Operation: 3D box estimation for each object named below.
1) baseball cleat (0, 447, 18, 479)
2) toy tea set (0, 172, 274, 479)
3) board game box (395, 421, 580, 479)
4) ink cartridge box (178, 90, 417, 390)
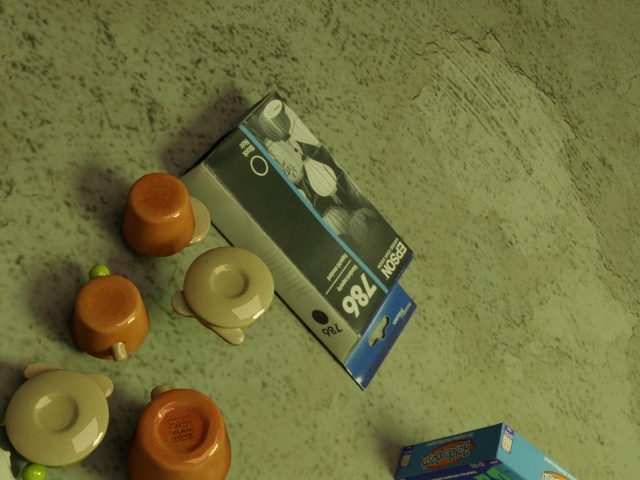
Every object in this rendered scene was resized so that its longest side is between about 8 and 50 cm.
[{"bbox_3d":[-0.273,0.267,0.726,0.109,0.072,0.206,-7,66,-35],"label":"baseball cleat"},{"bbox_3d":[-0.154,0.099,0.893,0.199,0.124,0.336,17,59,1],"label":"toy tea set"},{"bbox_3d":[0.216,0.292,1.058,0.210,0.160,0.047,37,51,-21],"label":"board game box"},{"bbox_3d":[0.000,0.000,1.079,0.333,0.065,0.165,49,47,-13],"label":"ink cartridge box"}]
